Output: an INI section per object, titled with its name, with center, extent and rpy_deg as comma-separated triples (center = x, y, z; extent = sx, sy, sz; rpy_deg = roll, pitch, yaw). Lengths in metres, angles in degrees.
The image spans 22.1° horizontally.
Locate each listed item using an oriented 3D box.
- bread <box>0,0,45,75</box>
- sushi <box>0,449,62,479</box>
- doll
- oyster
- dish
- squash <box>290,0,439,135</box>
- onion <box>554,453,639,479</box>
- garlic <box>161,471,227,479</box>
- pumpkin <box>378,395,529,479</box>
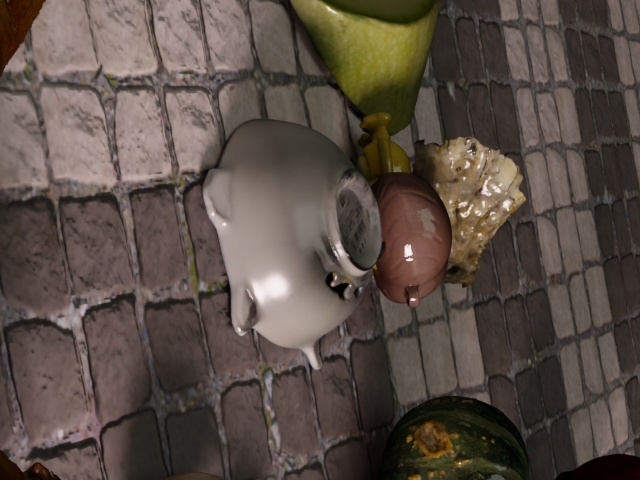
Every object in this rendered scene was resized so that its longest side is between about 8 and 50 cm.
[bread]
center = -0.224, -0.164, 1.027
extent = 0.124, 0.084, 0.344
rpy_deg = 64, 30, -29
[sushi]
center = -0.164, 0.200, 0.861
extent = 0.343, 0.196, 0.182
rpy_deg = 49, 47, -68
[doll]
center = 0.067, -0.021, 1.562
extent = 0.188, 0.096, 0.145
rpy_deg = -112, -163, -48
[oyster]
center = 0.132, -0.024, 1.633
extent = 0.133, 0.209, 0.072
rpy_deg = 15, 56, -13
[dish]
center = 0.000, 0.000, 1.410
extent = 0.236, 0.086, 0.228
rpy_deg = -16, 96, -63
[squash]
center = 0.037, -0.211, 1.634
extent = 0.204, 0.155, 0.237
rpy_deg = 35, 39, -4
[onion]
center = 0.305, 0.350, 1.779
extent = 0.246, 0.190, 0.246
rpy_deg = 18, 90, -78
[garlic]
center = -0.097, 0.206, 1.186
extent = 0.152, 0.066, 0.084
rpy_deg = -45, 148, -55
[pumpkin]
center = 0.120, 0.235, 1.497
extent = 0.190, 0.146, 0.190
rpy_deg = 177, -90, -82
